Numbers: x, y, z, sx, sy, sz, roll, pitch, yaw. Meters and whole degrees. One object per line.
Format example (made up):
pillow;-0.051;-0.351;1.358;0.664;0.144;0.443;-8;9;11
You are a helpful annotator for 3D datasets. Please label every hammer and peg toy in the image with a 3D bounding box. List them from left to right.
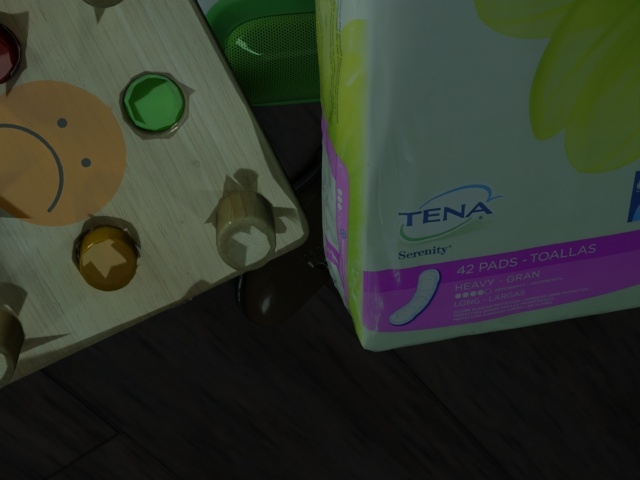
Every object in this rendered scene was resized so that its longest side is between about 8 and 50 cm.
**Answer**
hammer and peg toy;-0.199;-0.098;0.882;0.266;0.127;0.361;-26;111;6

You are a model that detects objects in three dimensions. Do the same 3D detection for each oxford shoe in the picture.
oxford shoe;0.000;0.000;1.206;0.083;0.096;0.227;18;123;-29

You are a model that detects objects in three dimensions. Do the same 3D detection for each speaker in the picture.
speaker;0.014;-0.165;1.055;0.297;0.131;0.131;-6;130;-10

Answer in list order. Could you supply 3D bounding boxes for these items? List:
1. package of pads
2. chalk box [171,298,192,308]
package of pads;0.111;-0.082;0.790;0.229;0.101;0.296;-8;130;-11
chalk box;-0.172;-0.011;1.103;0.132;0.213;0.132;-20;98;0
